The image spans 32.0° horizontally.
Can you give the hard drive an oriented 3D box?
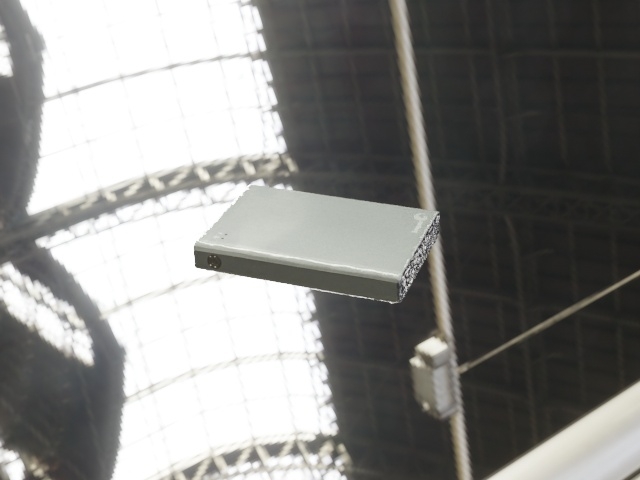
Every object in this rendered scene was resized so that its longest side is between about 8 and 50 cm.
[{"bbox_3d":[0.000,0.000,0.713,0.135,0.094,0.022,9,-60,17],"label":"hard drive"}]
